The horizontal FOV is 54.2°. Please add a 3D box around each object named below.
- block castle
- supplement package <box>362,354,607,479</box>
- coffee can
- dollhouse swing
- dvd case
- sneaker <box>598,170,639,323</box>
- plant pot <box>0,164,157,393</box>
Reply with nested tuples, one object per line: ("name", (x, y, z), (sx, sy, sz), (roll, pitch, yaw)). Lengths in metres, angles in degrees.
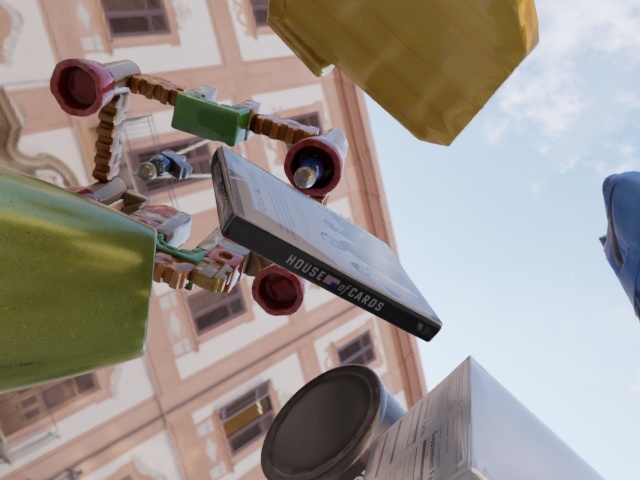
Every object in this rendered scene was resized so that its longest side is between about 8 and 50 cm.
("block castle", (-0.203, -0.084, 0.984), (0.454, 0.213, 0.302), (19, -65, 6))
("supplement package", (0.173, 0.266, 0.533), (0.262, 0.204, 0.145), (43, -72, 1))
("coffee can", (0.078, 0.342, 0.895), (0.202, 0.201, 0.275), (-16, -59, 47))
("dollhouse swing", (0.119, -0.344, 0.731), (0.305, 0.315, 0.347), (28, -18, 0))
("dvd case", (0.000, 0.000, 0.633), (0.029, 0.239, 0.179), (-54, -154, 15))
("sneaker", (0.294, 0.031, 0.543), (0.209, 0.069, 0.082), (63, -10, -25))
("plant pot", (-0.319, 0.042, 0.619), (0.275, 0.294, 0.274), (-174, -90, -75))
